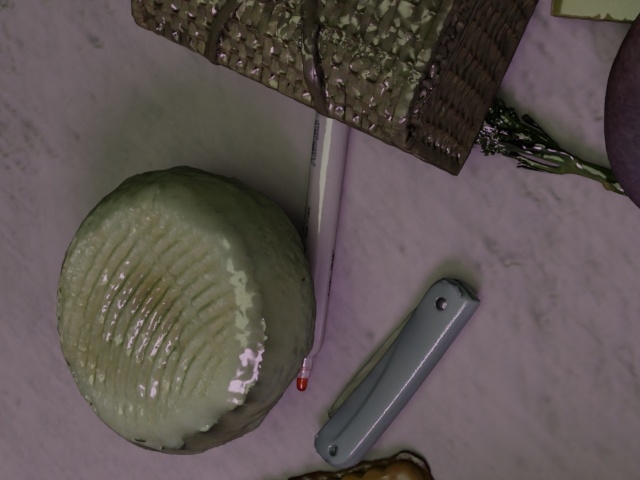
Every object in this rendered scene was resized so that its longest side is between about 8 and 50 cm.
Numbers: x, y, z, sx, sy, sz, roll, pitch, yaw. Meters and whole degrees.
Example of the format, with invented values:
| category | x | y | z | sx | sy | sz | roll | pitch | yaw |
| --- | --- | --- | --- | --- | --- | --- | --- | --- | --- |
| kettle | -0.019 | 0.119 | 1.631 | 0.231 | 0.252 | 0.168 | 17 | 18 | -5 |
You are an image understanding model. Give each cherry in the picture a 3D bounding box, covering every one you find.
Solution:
| category | x | y | z | sx | sy | sz | roll | pitch | yaw |
| --- | --- | --- | --- | --- | --- | --- | --- | --- | --- |
| cherry | 0.249 | -0.082 | 0.650 | 0.188 | 0.115 | 0.148 | -19 | 97 | 28 |

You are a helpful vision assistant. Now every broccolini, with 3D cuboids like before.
| category | x | y | z | sx | sy | sz | roll | pitch | yaw |
| --- | --- | --- | --- | --- | --- | --- | --- | --- | --- |
| broccolini | 0.161 | -0.054 | 0.746 | 0.140 | 0.030 | 0.035 | 21 | 67 | 13 |

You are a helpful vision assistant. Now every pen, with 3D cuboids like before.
| category | x | y | z | sx | sy | sz | roll | pitch | yaw |
| --- | --- | --- | --- | --- | --- | --- | --- | --- | --- |
| pen | 0.000 | 0.000 | 0.811 | 0.026 | 0.026 | 0.218 | 10 | 99 | 20 |

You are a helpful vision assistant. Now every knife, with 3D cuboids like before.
| category | x | y | z | sx | sy | sz | roll | pitch | yaw |
| --- | --- | --- | --- | --- | --- | --- | --- | --- | --- |
| knife | 0.049 | 0.090 | 0.801 | 0.162 | 0.023 | 0.044 | -55 | 52 | 17 |

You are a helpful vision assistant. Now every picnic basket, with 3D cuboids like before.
| category | x | y | z | sx | sy | sz | roll | pitch | yaw |
| --- | --- | --- | --- | --- | --- | --- | --- | --- | --- |
| picnic basket | 0.009 | -0.143 | 0.704 | 0.196 | 0.154 | 0.134 | 28 | 93 | 22 |

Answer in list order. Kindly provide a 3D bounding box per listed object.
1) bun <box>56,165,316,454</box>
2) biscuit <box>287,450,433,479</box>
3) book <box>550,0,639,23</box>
| category | x | y | z | sx | sy | sz | roll | pitch | yaw |
| --- | --- | --- | --- | --- | --- | --- | --- | --- | --- |
| bun | -0.084 | 0.047 | 0.798 | 0.195 | 0.118 | 0.195 | 3 | 96 | 29 |
| biscuit | 0.032 | 0.287 | 0.828 | 0.172 | 0.029 | 0.254 | -20 | 88 | 23 |
| book | 0.320 | -0.228 | 0.656 | 0.352 | 0.035 | 0.239 | 9 | 97 | 21 |
